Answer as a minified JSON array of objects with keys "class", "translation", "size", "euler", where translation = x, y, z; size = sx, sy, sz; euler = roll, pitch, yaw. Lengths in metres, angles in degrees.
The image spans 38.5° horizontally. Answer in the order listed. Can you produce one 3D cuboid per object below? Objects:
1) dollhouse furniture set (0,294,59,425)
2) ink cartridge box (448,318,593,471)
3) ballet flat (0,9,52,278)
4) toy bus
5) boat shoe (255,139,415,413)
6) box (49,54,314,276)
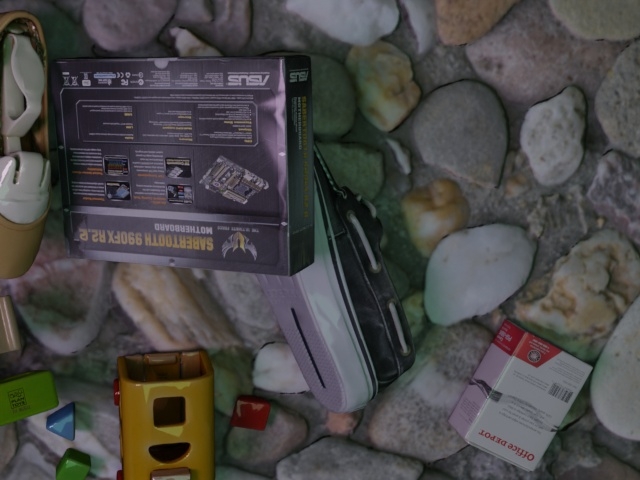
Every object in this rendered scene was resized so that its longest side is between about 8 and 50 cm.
[{"class":"dollhouse furniture set","translation":[-0.373,0.028,0.803],"size":[0.198,0.151,0.301],"euler":[-13,91,-45]},{"class":"ink cartridge box","translation":[0.218,0.170,1.010],"size":[0.099,0.056,0.135],"euler":[28,93,-18]},{"class":"ballet flat","translation":[-0.263,-0.085,0.775],"size":[0.080,0.073,0.232],"euler":[0,81,-46]},{"class":"toy bus","translation":[-0.150,0.208,0.896],"size":[0.202,0.104,0.191],"euler":[43,89,-19]},{"class":"boat shoe","translation":[0.000,0.000,0.897],"size":[0.119,0.121,0.335],"euler":[-27,108,-31]},{"class":"box","translation":[-0.120,-0.069,0.803],"size":[0.231,0.056,0.183],"euler":[3,104,22]}]
